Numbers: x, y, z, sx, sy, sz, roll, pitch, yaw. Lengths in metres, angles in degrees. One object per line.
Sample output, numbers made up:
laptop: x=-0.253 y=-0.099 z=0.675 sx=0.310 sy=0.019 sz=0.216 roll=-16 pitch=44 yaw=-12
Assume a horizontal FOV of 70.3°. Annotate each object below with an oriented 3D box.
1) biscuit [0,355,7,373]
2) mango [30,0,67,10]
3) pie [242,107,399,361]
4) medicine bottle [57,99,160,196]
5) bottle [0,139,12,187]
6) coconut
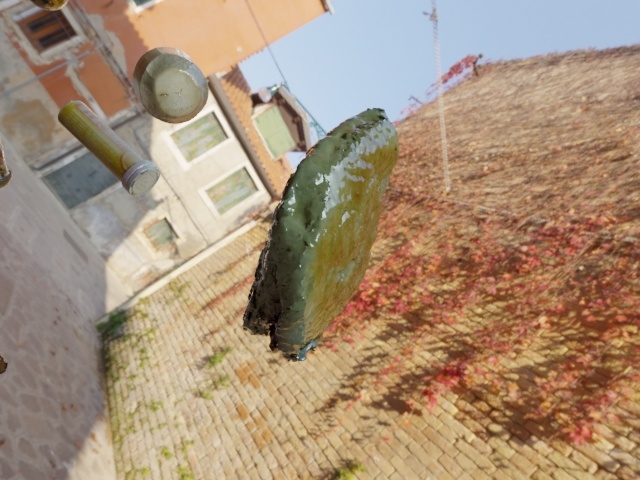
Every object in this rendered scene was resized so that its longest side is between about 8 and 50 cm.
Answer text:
biscuit: x=-0.848 y=0.234 z=0.984 sx=0.013 sy=0.231 sz=0.237 roll=-113 pitch=-175 yaw=-61
mango: x=-0.649 y=-0.611 z=1.038 sx=0.227 sy=0.099 sz=0.136 roll=49 pitch=-7 yaw=25
pie: x=0.001 y=-0.013 z=0.798 sx=0.180 sy=0.395 sz=0.418 roll=25 pitch=-56 yaw=13
medicine bottle: x=-0.415 y=-0.181 z=0.887 sx=0.218 sy=0.074 sz=0.074 roll=41 pitch=-18 yaw=9
bottle: x=-0.757 y=-0.240 z=0.958 sx=0.156 sy=0.143 sz=0.272 roll=14 pitch=-62 yaw=17
coconut: x=-0.434 y=-0.449 z=1.314 sx=0.222 sy=0.202 sz=0.202 roll=47 pitch=-15 yaw=51
